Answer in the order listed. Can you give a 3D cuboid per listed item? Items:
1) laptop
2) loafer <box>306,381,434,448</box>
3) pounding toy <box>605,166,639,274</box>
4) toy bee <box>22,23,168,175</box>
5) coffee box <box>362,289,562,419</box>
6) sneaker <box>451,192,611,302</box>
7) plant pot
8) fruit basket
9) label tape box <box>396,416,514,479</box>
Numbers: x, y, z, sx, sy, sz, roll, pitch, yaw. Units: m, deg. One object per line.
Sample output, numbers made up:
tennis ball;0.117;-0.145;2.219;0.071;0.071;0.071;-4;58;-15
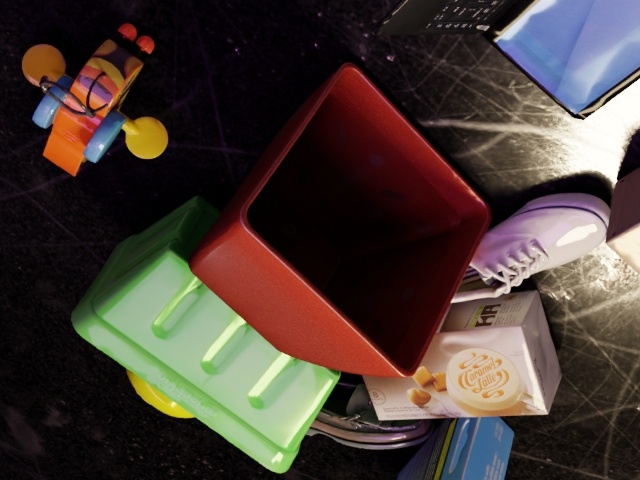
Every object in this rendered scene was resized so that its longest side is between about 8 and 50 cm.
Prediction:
laptop;0.232;-0.222;0.933;0.234;0.264;0.137;-41;70;43
loafer;0.041;0.256;1.497;0.267;0.096;0.084;1;119;28
pounding toy;0.383;0.008;1.082;0.141;0.130;0.100;40;135;-14
toy bee;-0.264;-0.179;1.213;0.195;0.162;0.298;44;158;-28
coffee box;0.182;0.157;1.317;0.246;0.098;0.141;-7;114;29
sneaker;0.235;0.024;1.190;0.258;0.091;0.094;-25;117;39
plant pot;0.000;0.000;1.176;0.267;0.267;0.235;44;145;-17
fruit basket;-0.181;0.164;1.410;0.392;0.283;0.392;4;118;7
label tape box;0.193;0.384;1.429;0.115;0.249;0.348;28;136;-2
